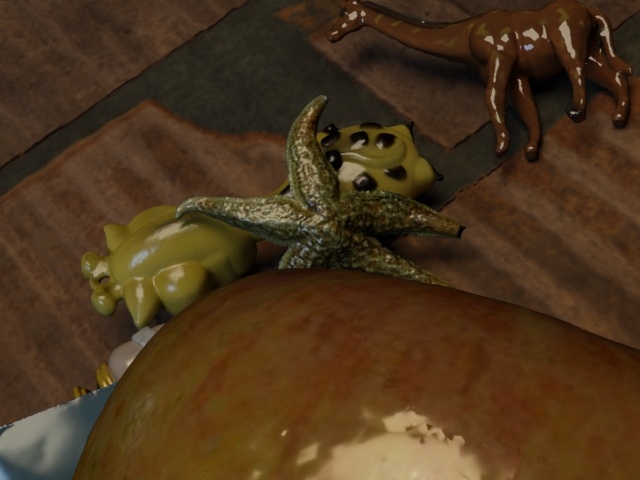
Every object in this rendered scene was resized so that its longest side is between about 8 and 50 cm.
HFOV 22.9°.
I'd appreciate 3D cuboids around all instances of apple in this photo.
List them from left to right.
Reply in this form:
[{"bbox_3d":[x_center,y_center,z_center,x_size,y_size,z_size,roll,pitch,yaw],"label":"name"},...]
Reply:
[{"bbox_3d":[0.057,0.198,0.777,0.400,0.400,0.334,9,82,29],"label":"apple"}]

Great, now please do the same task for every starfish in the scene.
[{"bbox_3d":[0.000,0.000,1.179,0.223,0.050,0.217,10,92,5],"label":"starfish"}]

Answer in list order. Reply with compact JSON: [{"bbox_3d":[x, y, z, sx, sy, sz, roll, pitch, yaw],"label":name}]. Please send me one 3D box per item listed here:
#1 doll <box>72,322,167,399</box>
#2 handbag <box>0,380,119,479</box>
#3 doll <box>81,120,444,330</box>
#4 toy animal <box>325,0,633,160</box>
[{"bbox_3d":[-0.114,0.103,1.171,0.127,0.073,0.084,-33,70,-2],"label":"doll"},{"bbox_3d":[-0.113,0.166,1.092,0.221,0.057,0.144,-20,70,2],"label":"handbag"},{"bbox_3d":[-0.046,-0.013,1.238,0.291,0.086,0.117,-24,49,-4],"label":"doll"},{"bbox_3d":[0.128,-0.154,1.311,0.224,0.066,0.230,-22,55,7],"label":"toy animal"}]
